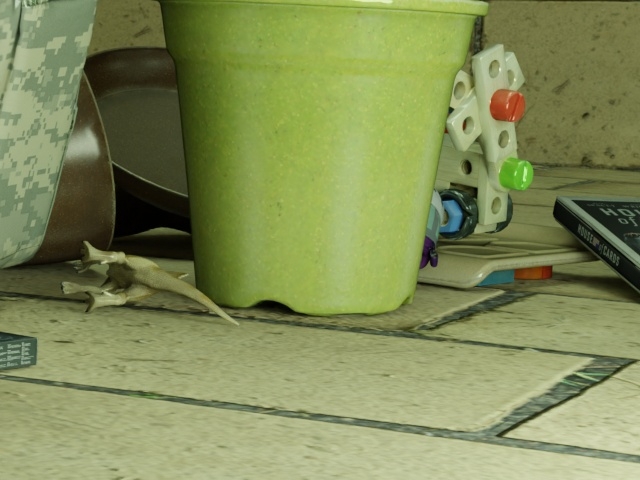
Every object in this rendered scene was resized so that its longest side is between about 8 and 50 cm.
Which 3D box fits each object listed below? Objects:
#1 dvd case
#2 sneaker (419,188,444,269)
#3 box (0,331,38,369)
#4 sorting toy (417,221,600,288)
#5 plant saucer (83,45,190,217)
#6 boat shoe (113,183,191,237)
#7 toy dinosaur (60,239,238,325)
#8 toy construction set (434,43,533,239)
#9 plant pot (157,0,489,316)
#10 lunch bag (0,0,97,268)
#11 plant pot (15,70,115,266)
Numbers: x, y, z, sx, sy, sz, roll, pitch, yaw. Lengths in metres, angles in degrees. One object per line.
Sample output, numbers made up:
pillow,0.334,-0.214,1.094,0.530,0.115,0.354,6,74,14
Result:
dvd case,0.342,0.008,1.813,0.179,0.030,0.239,1,20,-17
sneaker,0.000,0.000,1.766,0.223,0.083,0.098,-10,36,12
box,-0.229,0.069,1.217,0.067,0.018,0.083,7,7,37
sorting toy,0.095,0.011,1.902,0.307,0.041,0.229,7,12,39
plant saucer,-0.120,-0.101,1.991,0.310,0.050,0.311,14,30,-8
boat shoe,-0.155,-0.066,2.055,0.285,0.105,0.089,-2,45,-38
toy dinosaur,-0.140,0.028,1.504,0.092,0.053,0.183,1,6,-34
toy construction set,0.096,-0.118,1.863,0.151,0.215,0.327,-5,14,-32
plant pot,-0.006,-0.074,1.589,0.276,0.254,0.276,2,6,0
lunch bag,-0.326,-0.110,1.414,0.212,0.305,0.256,29,27,20
plant pot,-0.325,-0.059,1.691,0.230,0.215,0.215,-17,14,-24
